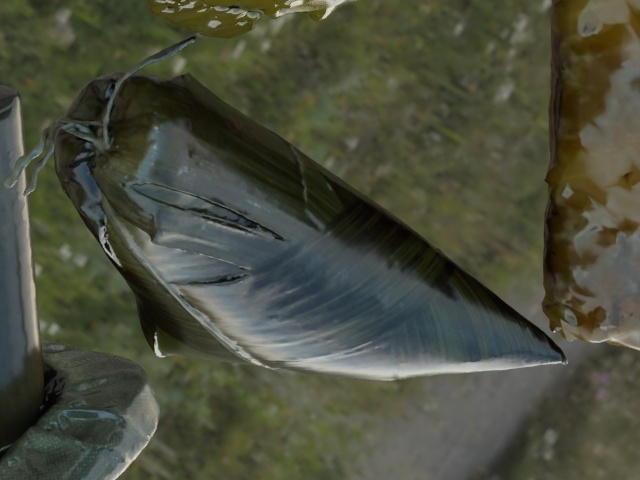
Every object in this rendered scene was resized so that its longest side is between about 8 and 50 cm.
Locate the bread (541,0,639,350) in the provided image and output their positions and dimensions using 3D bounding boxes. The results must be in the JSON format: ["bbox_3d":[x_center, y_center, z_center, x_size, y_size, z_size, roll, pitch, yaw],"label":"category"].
[{"bbox_3d":[0.241,-0.103,0.745,0.207,0.279,0.279,-51,139,-71],"label":"bread"}]

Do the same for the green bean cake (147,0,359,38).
[{"bbox_3d":[0.001,-0.167,0.499,0.224,0.131,0.230,-27,165,27],"label":"green bean cake"}]

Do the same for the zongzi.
[{"bbox_3d":[0.000,0.000,0.643,0.187,0.184,0.084,65,38,-66],"label":"zongzi"}]

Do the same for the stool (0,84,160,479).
[{"bbox_3d":[-0.296,0.074,0.904,0.310,0.310,0.226,-43,125,-42],"label":"stool"}]
